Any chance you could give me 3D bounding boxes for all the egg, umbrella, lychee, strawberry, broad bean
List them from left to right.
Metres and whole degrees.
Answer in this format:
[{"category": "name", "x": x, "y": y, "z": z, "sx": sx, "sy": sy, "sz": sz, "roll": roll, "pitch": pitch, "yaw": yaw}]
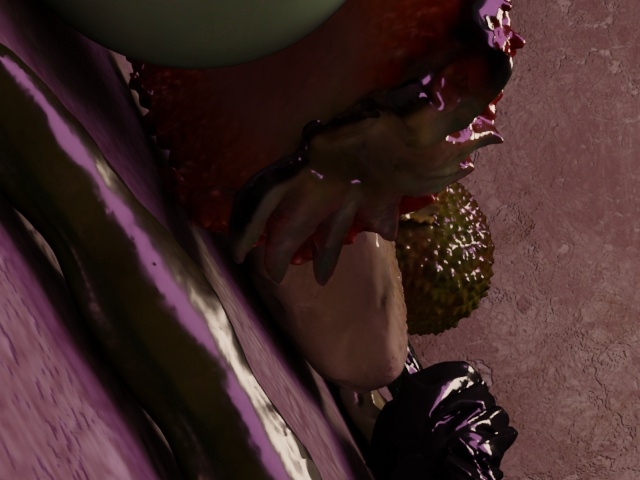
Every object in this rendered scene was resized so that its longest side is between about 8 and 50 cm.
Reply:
[{"category": "broad bean", "x": -0.051, "y": 0.039, "z": 0.416, "sx": 0.297, "sy": 0.043, "sz": 0.060, "roll": 59, "pitch": 14, "yaw": -10}, {"category": "egg", "x": -0.076, "y": -0.209, "z": 0.669, "sx": 0.270, "sy": 0.220, "sz": 0.220, "roll": 44, "pitch": -12, "yaw": 53}, {"category": "strawberry", "x": 0.002, "y": -0.109, "z": 0.793, "sx": 0.138, "sy": 0.233, "sz": 0.306, "roll": 46, "pitch": 9, "yaw": -38}, {"category": "lychee", "x": 0.136, "y": 0.011, "z": 1.874, "sx": 0.270, "sy": 0.270, "sz": 0.319, "roll": -115, "pitch": -157, "yaw": -59}, {"category": "umbrella", "x": 0.077, "y": 0.174, "z": 0.820, "sx": 0.118, "sy": 0.118, "sz": 0.340, "roll": 60, "pitch": 14, "yaw": -6}]

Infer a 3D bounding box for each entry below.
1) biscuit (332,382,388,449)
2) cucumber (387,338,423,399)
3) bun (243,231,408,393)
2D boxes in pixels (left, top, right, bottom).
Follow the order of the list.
[{"category": "biscuit", "x": 0.038, "y": 0.133, "z": 1.091, "sx": 0.273, "sy": 0.036, "sz": 0.187, "roll": 61, "pitch": 3, "yaw": 22}, {"category": "cucumber", "x": 0.073, "y": 0.119, "z": 1.167, "sx": 0.256, "sy": 0.043, "sz": 0.044, "roll": 64, "pitch": 4, "yaw": -3}, {"category": "bun", "x": -0.004, "y": -0.002, "z": 0.923, "sx": 0.210, "sy": 0.116, "sz": 0.237, "roll": 61, "pitch": 15, "yaw": -71}]
